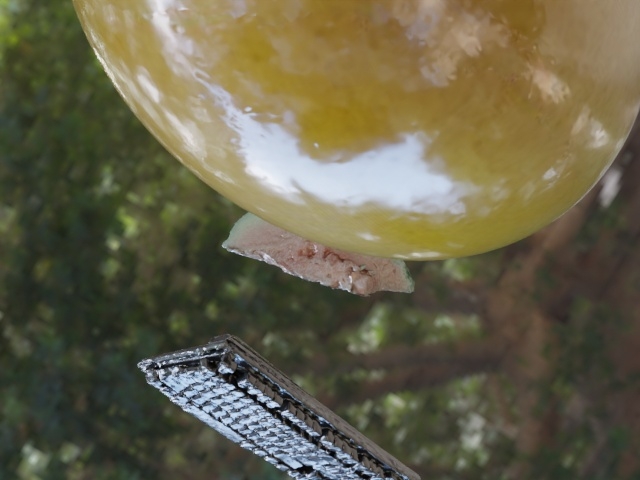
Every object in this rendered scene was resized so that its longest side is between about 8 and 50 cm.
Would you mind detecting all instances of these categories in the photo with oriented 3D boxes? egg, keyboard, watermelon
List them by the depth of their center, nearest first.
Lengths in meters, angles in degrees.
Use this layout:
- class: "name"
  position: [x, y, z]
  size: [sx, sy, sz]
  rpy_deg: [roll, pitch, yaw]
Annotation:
- class: "egg"
  position: [0.025, -0.124, 0.812]
  size: [0.250, 0.250, 0.322]
  rpy_deg: [40, 175, 44]
- class: "keyboard"
  position: [-0.020, 0.122, 1.134]
  size: [0.231, 0.072, 0.023]
  rpy_deg: [41, -137, -45]
- class: "watermelon"
  position: [-0.003, -0.003, 1.549]
  size: [0.155, 0.101, 0.080]
  rpy_deg: [7, -163, 19]
